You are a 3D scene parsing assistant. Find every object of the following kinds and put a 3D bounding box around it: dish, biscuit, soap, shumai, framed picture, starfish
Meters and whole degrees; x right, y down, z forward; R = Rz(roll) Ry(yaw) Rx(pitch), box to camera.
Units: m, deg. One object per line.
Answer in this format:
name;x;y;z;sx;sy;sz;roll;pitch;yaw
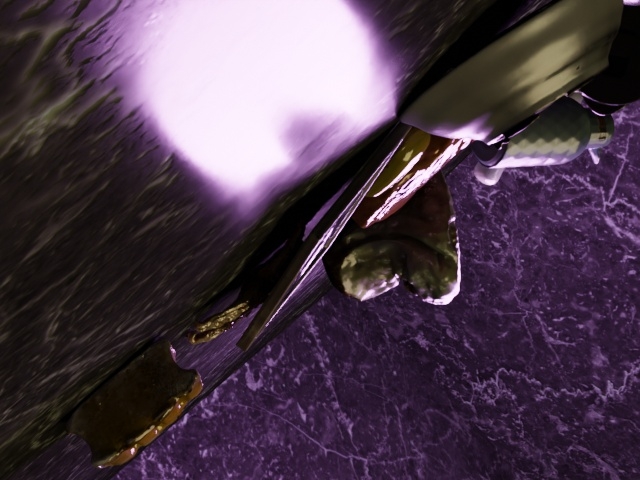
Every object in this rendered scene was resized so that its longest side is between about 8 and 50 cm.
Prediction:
dish;0.251;-0.199;1.249;0.316;0.106;0.316;-34;179;-1
biscuit;0.224;-0.186;1.721;0.455;0.078;0.350;-43;179;1
soap;0.105;-0.111;1.463;0.089;0.045;0.140;-44;178;-46
shumai;0.127;-0.010;2.051;0.263;0.304;0.309;-9;175;-2
soap;-0.228;0.210;1.311;0.160;0.080;0.257;-41;176;-12
framed picture;0.000;0.000;1.376;0.240;0.020;0.324;-51;177;-37
starfish;-0.089;0.067;1.409;0.231;0.048;0.295;-41;174;-28

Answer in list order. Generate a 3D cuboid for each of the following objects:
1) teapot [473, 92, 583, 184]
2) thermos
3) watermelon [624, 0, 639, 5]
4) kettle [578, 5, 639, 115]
teapot;0.446;-0.276;2.250;0.318;0.149;0.220;-46;174;21
thermos;0.448;-0.236;2.056;0.286;0.182;0.145;-6;-172;-22
watermelon;0.478;-0.411;1.419;0.232;0.127;0.204;-47;174;-18
kettle;0.538;-0.364;1.771;0.262;0.203;0.308;-48;178;24
